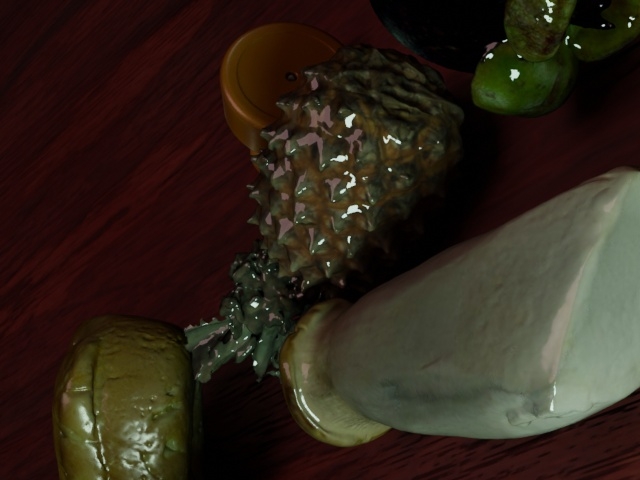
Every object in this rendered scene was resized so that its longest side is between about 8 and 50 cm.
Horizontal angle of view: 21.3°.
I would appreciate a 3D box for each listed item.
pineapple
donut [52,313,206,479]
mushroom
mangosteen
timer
[{"bbox_3d":[0.000,0.000,1.464,0.175,0.175,0.361,-106,29,-42],"label":"pineapple"},{"bbox_3d":[-0.175,0.195,1.607,0.208,0.128,0.261,-88,-4,-70],"label":"donut"},{"bbox_3d":[0.112,0.076,1.235,0.407,0.137,0.154,-29,65,56],"label":"mushroom"},{"bbox_3d":[0.137,-0.217,1.262,0.243,0.243,0.243,-33,50,50],"label":"mangosteen"},{"bbox_3d":[-0.036,-0.112,1.619,0.152,0.132,0.132,105,163,-58],"label":"timer"}]
